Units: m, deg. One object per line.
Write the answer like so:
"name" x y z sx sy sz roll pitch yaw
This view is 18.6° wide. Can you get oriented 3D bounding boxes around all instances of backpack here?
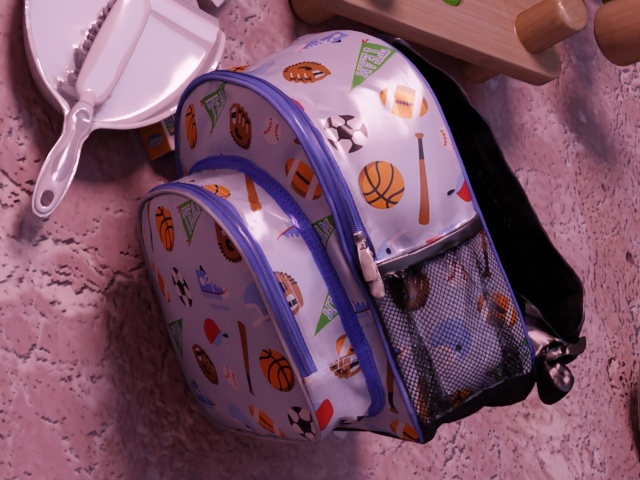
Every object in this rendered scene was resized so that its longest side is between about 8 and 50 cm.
"backpack" 0.000 0.000 1.279 0.213 0.276 0.263 -18 98 -31

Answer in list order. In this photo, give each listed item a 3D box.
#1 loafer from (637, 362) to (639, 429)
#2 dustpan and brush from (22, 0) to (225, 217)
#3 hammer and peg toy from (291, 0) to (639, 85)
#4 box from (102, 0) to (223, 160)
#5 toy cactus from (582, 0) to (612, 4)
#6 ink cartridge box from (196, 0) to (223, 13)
"loafer" 0.361 0.212 1.683 0.111 0.112 0.319 -31 104 -53
"dustpan and brush" -0.152 -0.102 1.303 0.147 0.060 0.211 30 68 -17
"hammer and peg toy" 0.131 -0.264 1.621 0.361 0.127 0.266 14 63 -38
"box" -0.105 -0.116 1.393 0.081 0.028 0.136 -19 90 -48
"toy cactus" 0.270 -0.299 1.774 0.219 0.112 0.180 -72 163 -47
"ink cartridge box" -0.078 -0.222 1.465 0.063 0.029 0.115 52 44 -16
